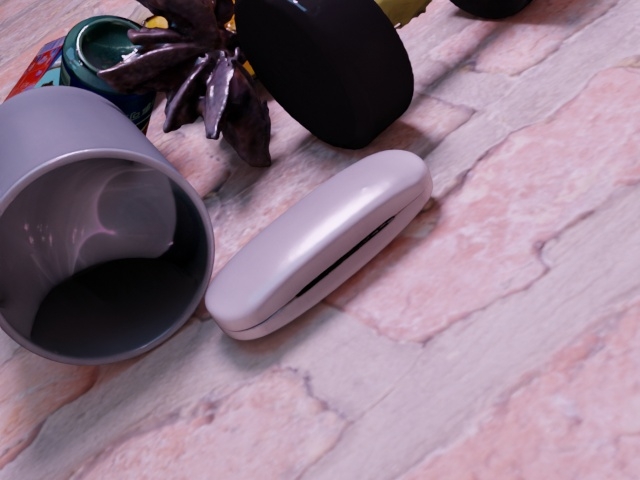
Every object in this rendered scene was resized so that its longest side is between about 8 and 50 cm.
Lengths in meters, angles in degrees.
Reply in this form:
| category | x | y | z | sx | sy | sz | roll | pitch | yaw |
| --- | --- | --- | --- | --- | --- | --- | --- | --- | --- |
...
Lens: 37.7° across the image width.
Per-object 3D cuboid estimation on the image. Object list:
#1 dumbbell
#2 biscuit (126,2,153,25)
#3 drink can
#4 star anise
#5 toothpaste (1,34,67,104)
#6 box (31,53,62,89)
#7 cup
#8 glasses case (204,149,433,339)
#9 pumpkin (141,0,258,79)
| category | x | y | z | sx | sy | sz | roll | pitch | yaw |
| --- | --- | --- | --- | --- | --- | --- | --- | --- | --- |
| dumbbell | 0.087 | -0.267 | 0.990 | 0.322 | 0.204 | 0.203 | -42 | 34 | -17 |
| biscuit | -0.233 | -0.442 | 1.638 | 0.265 | 0.040 | 0.188 | -38 | 35 | -12 |
| drink can | -0.261 | -0.172 | 1.140 | 0.118 | 0.118 | 0.205 | -54 | -1 | -32 |
| star anise | -0.137 | -0.204 | 1.041 | 0.129 | 0.283 | 0.212 | -17 | 6 | 27 |
| toothpaste | -0.437 | -0.207 | 1.447 | 0.066 | 0.076 | 0.320 | -16 | 35 | 21 |
| box | -0.320 | -0.209 | 1.318 | 0.162 | 0.041 | 0.229 | 17 | 58 | 22 |
| cup | -0.245 | -0.036 | 0.941 | 0.205 | 0.205 | 0.312 | -35 | 31 | -6 |
| glasses case | 0.000 | 0.000 | 0.827 | 0.233 | 0.059 | 0.092 | -40 | 32 | -14 |
| pumpkin | -0.062 | -0.280 | 1.233 | 0.312 | 0.148 | 0.169 | -31 | 70 | 15 |
